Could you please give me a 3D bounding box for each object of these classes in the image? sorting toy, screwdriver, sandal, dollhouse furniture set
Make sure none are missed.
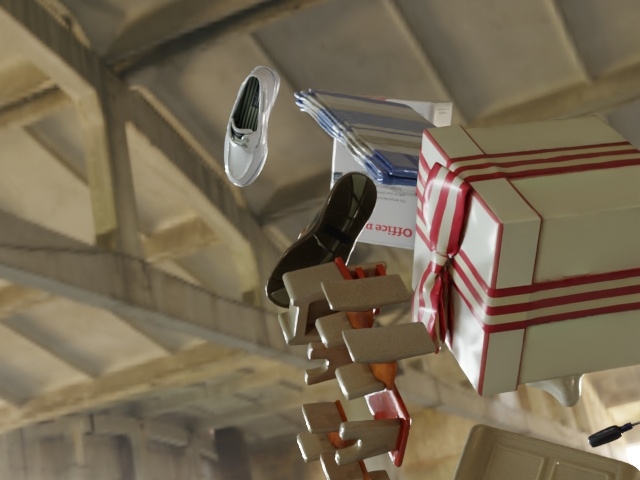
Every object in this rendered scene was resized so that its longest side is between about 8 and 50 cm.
[{"bbox_3d":[0.251,0.399,1.369,0.229,0.307,0.041,12,-21,28],"label":"sorting toy"},{"bbox_3d":[0.484,0.273,1.664,0.169,0.024,0.025,-26,6,10],"label":"screwdriver"},{"bbox_3d":[0.000,0.000,1.547,0.090,0.219,0.060,31,-5,-17],"label":"sandal"},{"bbox_3d":[0.051,0.138,1.268,0.135,0.259,0.262,-7,-48,-17],"label":"dollhouse furniture set"}]

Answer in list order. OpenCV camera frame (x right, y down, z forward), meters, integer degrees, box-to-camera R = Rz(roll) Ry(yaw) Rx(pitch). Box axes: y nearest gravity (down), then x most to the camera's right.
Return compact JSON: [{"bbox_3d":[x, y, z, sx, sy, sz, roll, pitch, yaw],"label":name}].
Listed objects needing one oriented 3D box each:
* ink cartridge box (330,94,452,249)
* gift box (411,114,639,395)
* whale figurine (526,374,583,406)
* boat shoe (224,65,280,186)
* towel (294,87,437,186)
[{"bbox_3d":[0.114,-0.117,1.819,0.171,0.237,0.100,8,10,25],"label":"ink cartridge box"},{"bbox_3d":[0.228,0.009,1.269,0.258,0.276,0.255,-8,-63,-15],"label":"gift box"},{"bbox_3d":[0.466,0.160,1.934,0.216,0.272,0.141,27,-6,24],"label":"whale figurine"},{"bbox_3d":[-0.136,-0.200,1.953,0.083,0.226,0.076,19,21,18],"label":"boat shoe"},{"bbox_3d":[0.107,-0.139,1.557,0.209,0.285,0.034,4,-63,-31],"label":"towel"}]
